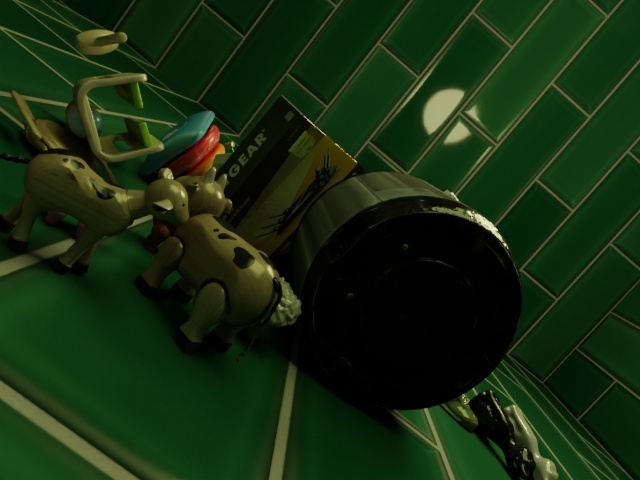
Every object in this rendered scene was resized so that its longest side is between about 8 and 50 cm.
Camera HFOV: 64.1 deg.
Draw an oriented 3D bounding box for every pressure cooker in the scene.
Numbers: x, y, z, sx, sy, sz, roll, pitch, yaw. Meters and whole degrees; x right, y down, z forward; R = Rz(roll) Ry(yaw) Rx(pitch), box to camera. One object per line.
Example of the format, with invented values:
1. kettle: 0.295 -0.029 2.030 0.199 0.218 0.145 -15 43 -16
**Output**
1. pressure cooker: 0.132 0.056 0.963 0.369 0.376 0.420 34 10 -16

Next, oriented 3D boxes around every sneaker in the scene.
1. sneaker: 0.307 0.344 1.193 0.192 0.086 0.064 43 9 22

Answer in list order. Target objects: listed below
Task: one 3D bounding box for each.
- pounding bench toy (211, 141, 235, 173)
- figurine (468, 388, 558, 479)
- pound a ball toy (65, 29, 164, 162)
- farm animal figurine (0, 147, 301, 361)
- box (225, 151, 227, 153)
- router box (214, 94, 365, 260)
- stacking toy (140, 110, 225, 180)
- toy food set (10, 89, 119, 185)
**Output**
1. pounding bench toy: -0.179 -0.153 1.049 0.052 0.083 0.065 1 -23 29
2. figurine: 0.461 0.483 1.198 0.214 0.092 0.209 35 17 -35
3. pound a ball toy: -0.393 -0.266 0.906 0.319 0.135 0.208 33 -44 57
4. farm animal figurine: -0.171 -0.006 0.642 0.326 0.172 0.330 41 8 10
5. box: -0.338 -0.275 1.811 0.233 0.044 0.159 37 9 -17
6. router box: -0.087 -0.099 1.037 0.242 0.309 0.081 28 17 -51
7. stacking toy: -0.231 -0.121 1.142 0.302 0.175 0.166 51 20 -25
8. toy food set: -0.411 -0.141 0.816 0.132 0.038 0.192 50 1 29
